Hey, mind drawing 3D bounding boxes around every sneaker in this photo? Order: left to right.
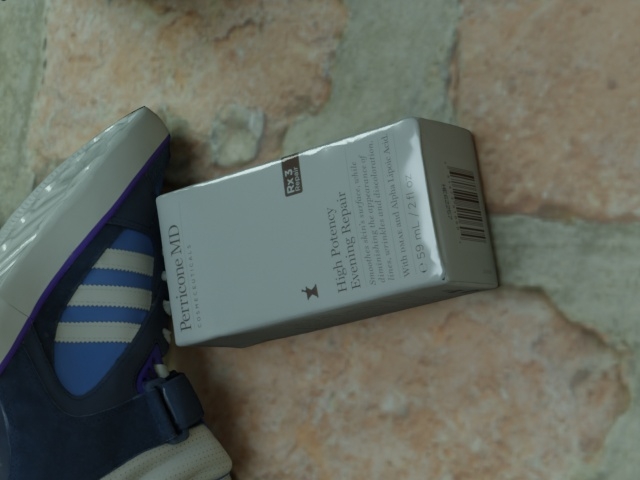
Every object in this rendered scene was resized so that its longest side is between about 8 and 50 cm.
[{"bbox_3d":[-0.144,0.082,1.163,0.130,0.236,0.323,-23,30,46],"label":"sneaker"}]

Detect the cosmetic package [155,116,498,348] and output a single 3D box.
[{"bbox_3d":[0.000,0.000,1.084,0.231,0.085,0.117,-16,77,32],"label":"cosmetic package"}]
